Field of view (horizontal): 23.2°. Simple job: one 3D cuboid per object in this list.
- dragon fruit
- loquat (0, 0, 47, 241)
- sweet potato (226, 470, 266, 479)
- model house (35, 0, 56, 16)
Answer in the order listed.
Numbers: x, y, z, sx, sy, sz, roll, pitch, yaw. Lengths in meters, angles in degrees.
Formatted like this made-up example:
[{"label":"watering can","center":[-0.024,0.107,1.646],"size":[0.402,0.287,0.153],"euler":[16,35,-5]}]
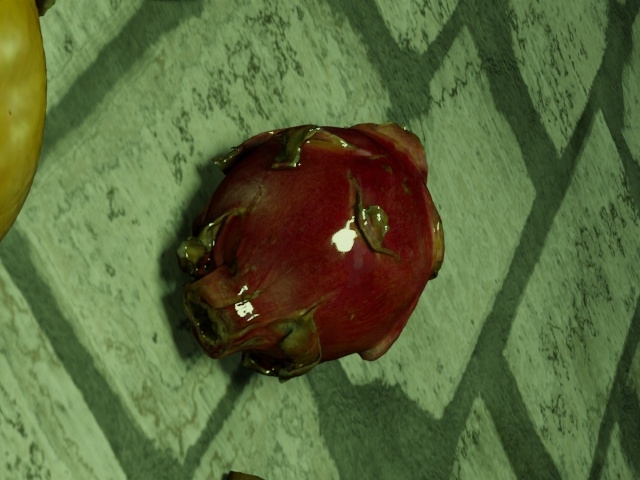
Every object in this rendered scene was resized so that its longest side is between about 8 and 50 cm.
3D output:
[{"label":"dragon fruit","center":[-0.003,0.001,1.505],"size":[0.315,0.250,0.250],"euler":[-3,82,-44]},{"label":"loquat","center":[-0.315,-0.097,0.898],"size":[0.328,0.328,0.328],"euler":[29,55,-53]},{"label":"sweet potato","center":[-0.072,0.272,1.455],"size":[0.049,0.049,0.117],"euler":[34,55,-51]},{"label":"model house","center":[-0.266,-0.257,1.111],"size":[0.160,0.254,0.196],"euler":[25,59,-59]}]
